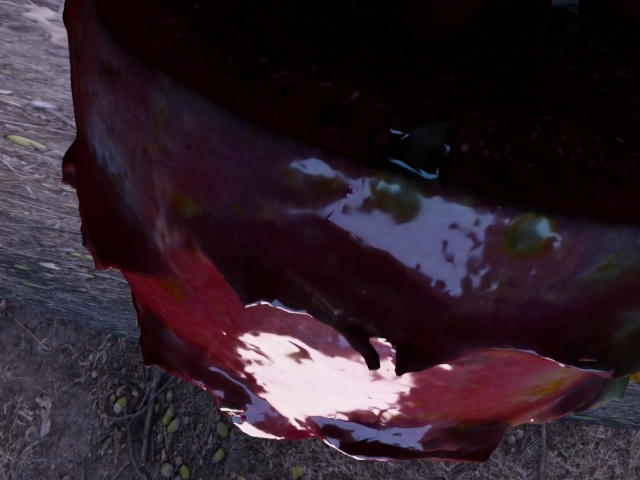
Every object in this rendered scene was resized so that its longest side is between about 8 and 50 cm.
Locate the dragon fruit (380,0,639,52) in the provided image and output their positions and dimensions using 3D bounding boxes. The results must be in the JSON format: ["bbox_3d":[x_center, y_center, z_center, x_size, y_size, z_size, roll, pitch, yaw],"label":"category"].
[{"bbox_3d":[0.099,-0.154,0.627,0.212,0.134,0.262,15,168,-31],"label":"dragon fruit"}]

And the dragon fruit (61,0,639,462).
[{"bbox_3d":[0.033,-0.019,0.738,0.386,0.249,0.371,19,-152,1],"label":"dragon fruit"}]

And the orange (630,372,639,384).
[{"bbox_3d":[0.188,-0.008,1.009,0.369,0.210,0.271,20,-171,-28],"label":"orange"}]
